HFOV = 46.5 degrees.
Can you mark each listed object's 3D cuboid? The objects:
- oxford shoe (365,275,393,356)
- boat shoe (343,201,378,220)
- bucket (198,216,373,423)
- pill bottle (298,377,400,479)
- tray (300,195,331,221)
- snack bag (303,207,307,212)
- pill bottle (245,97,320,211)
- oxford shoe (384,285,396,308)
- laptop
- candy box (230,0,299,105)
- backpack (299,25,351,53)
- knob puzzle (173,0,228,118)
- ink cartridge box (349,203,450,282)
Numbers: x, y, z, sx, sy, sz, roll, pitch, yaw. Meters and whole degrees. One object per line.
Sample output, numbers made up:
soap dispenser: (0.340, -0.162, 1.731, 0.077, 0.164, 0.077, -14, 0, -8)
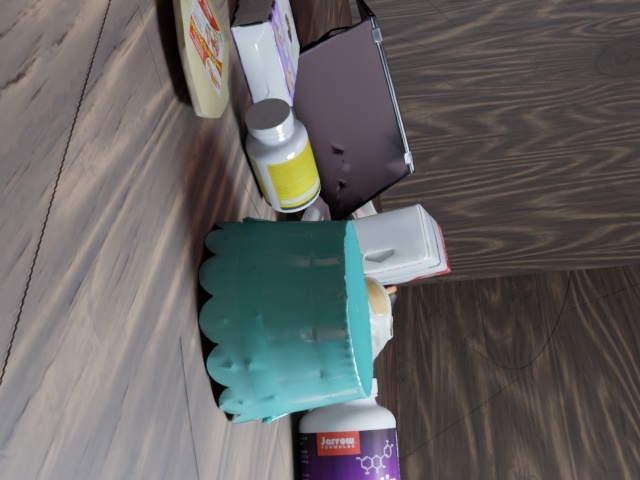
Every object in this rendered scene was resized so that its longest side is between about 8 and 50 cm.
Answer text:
oxford shoe: (0.086, 0.186, 1.578, 0.169, 0.130, 0.449, 62, -7, 18)
boat shoe: (0.068, -0.085, 1.834, 0.116, 0.099, 0.320, -47, 118, -42)
bucket: (-0.035, 0.100, 1.008, 0.281, 0.183, 0.281, -6, 90, -81)
pill bottle: (0.053, 0.418, 1.351, 0.181, 0.181, 0.323, 48, 36, -75)
tray: (0.000, 0.000, 1.482, 0.270, 0.030, 0.145, -71, 152, -72)
snack bag: (-0.025, -0.213, 1.727, 0.323, 0.037, 0.343, 61, 25, -67)
pill bottle: (-0.065, -0.140, 1.226, 0.184, 0.103, 0.103, 74, 14, -50)
oxford shoe: (0.135, 0.184, 1.739, 0.271, 0.096, 0.098, 108, -38, -64)
laptop: (0.057, -0.311, 1.720, 0.408, 0.236, 0.382, -100, 173, -61)
candy box: (-0.091, -0.354, 1.306, 0.196, 0.070, 0.165, -86, 166, -45)
backpack: (0.018, -0.437, 1.800, 0.115, 0.151, 0.182, 62, 28, -11)
knob puzzle: (-0.158, -0.239, 0.948, 0.213, 0.029, 0.213, -6, 90, -82)
ink cartridge box: (0.146, 0.021, 1.550, 0.273, 0.196, 0.114, 23, 55, -71)
